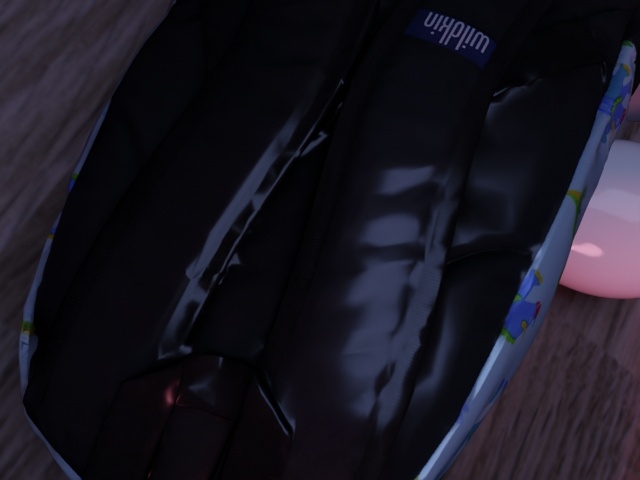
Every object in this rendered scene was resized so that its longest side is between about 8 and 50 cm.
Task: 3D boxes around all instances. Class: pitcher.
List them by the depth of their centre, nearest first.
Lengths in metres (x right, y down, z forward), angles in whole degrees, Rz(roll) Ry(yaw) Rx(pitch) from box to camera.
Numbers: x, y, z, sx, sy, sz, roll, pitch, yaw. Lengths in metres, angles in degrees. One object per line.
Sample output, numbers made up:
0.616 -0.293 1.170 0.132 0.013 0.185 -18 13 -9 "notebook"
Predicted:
0.200 -0.048 0.595 0.207 0.125 0.177 10 77 -10 "pitcher"

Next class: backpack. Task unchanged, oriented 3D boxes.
0.000 0.000 0.420 0.290 0.273 0.355 19 56 6 "backpack"

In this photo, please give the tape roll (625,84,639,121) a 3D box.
0.217 -0.199 0.618 0.219 0.072 0.219 15 45 -16 "tape roll"
